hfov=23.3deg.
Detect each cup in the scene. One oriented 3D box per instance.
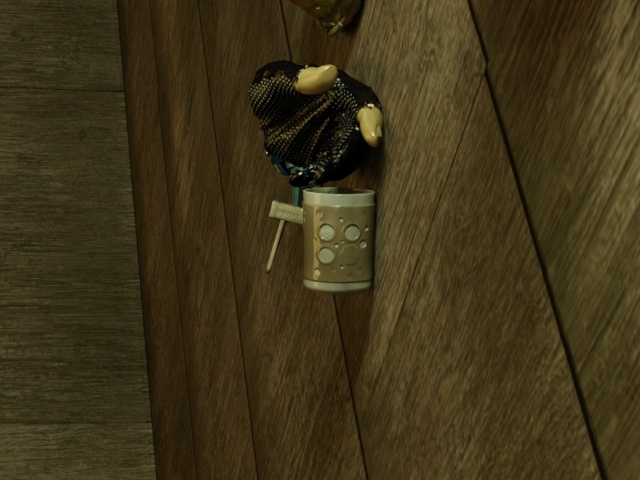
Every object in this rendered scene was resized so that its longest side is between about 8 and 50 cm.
[{"bbox_3d":[0.005,0.001,1.510,0.074,0.102,0.099,14,105,63],"label":"cup"}]

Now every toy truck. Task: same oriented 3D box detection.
[{"bbox_3d":[-0.023,-0.080,1.753,0.073,0.056,0.090,164,94,-70],"label":"toy truck"}]

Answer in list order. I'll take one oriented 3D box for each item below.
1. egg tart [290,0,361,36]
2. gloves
[{"bbox_3d":[-0.008,-0.319,1.618,0.212,0.090,0.213,176,90,-78],"label":"egg tart"},{"bbox_3d":[0.014,-0.116,1.533,0.180,0.106,0.129,22,112,47],"label":"gloves"}]
